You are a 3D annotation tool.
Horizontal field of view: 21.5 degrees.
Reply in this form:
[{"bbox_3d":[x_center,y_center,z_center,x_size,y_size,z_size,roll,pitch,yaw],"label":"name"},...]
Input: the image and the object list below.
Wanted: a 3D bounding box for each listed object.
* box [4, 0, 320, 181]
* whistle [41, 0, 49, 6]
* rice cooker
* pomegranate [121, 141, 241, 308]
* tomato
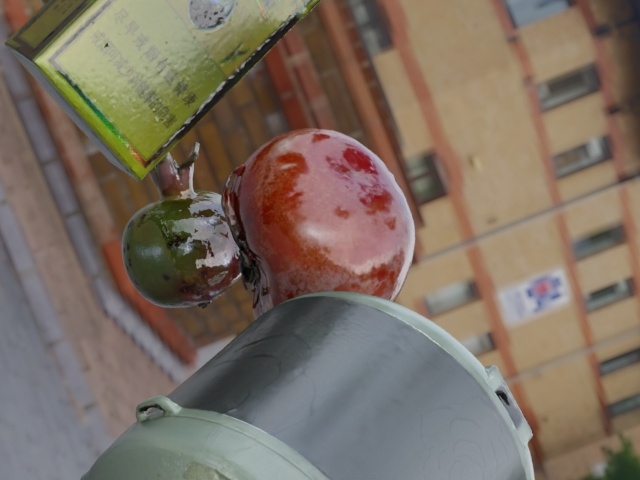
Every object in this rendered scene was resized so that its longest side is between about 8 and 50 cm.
[{"bbox_3d":[-0.113,-0.172,1.293,0.064,0.220,0.141,30,-17,52],"label":"box"},{"bbox_3d":[-0.202,-0.232,1.567,0.141,0.294,0.141,-5,90,-87],"label":"whistle"},{"bbox_3d":[-0.009,0.206,1.215,0.277,0.288,0.288,-42,117,-44],"label":"rice cooker"},{"bbox_3d":[-0.128,-0.012,1.638,0.129,0.129,0.159,53,44,-81],"label":"pomegranate"},{"bbox_3d":[0.000,0.000,1.417,0.187,0.151,0.187,159,-90,-75],"label":"tomato"}]
